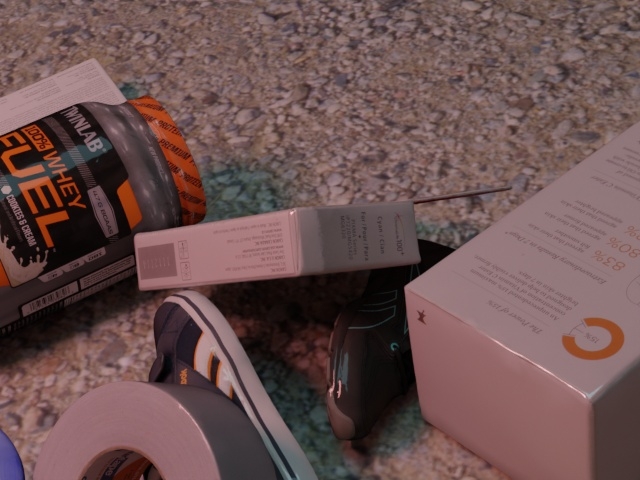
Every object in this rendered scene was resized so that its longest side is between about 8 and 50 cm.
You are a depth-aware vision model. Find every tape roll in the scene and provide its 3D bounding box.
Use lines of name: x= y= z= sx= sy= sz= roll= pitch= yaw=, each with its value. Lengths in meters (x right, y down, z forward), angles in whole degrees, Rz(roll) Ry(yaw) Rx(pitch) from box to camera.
tape roll: x=-0.137 y=0.223 z=1.188 sx=0.219 sy=0.219 sz=0.072 roll=27 pitch=10 yaw=38

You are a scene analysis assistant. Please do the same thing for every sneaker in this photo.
sneaker: x=-0.112 y=0.165 z=1.323 sx=0.127 sy=0.126 sz=0.321 roll=-18 pitch=40 yaw=-18
sneaker: x=0.079 y=0.085 z=1.399 sx=0.106 sy=0.101 sz=0.267 roll=7 pitch=42 yaw=18

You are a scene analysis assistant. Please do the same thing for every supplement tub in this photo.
supplement tub: x=-0.292 y=-0.024 z=1.547 sx=0.316 sy=0.193 sz=0.193 roll=-27 pitch=41 yaw=-19

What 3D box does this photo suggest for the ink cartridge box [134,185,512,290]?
ink cartridge box: x=0.000 y=0.000 z=1.446 sx=0.261 sy=0.066 sz=0.296 roll=-6 pitch=0 yaw=-35

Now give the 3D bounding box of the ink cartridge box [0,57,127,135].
ink cartridge box: x=-0.300 y=-0.105 z=1.782 sx=0.181 sy=0.056 sz=0.224 roll=-26 pitch=59 yaw=-19

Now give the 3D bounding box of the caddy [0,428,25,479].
caddy: x=-0.406 y=0.262 z=1.230 sx=0.341 sy=0.179 sz=0.241 roll=-14 pitch=39 yaw=-5

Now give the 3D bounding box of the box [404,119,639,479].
box: x=0.276 y=0.060 z=1.328 sx=0.345 sy=0.168 sz=0.215 roll=-33 pitch=44 yaw=-27
